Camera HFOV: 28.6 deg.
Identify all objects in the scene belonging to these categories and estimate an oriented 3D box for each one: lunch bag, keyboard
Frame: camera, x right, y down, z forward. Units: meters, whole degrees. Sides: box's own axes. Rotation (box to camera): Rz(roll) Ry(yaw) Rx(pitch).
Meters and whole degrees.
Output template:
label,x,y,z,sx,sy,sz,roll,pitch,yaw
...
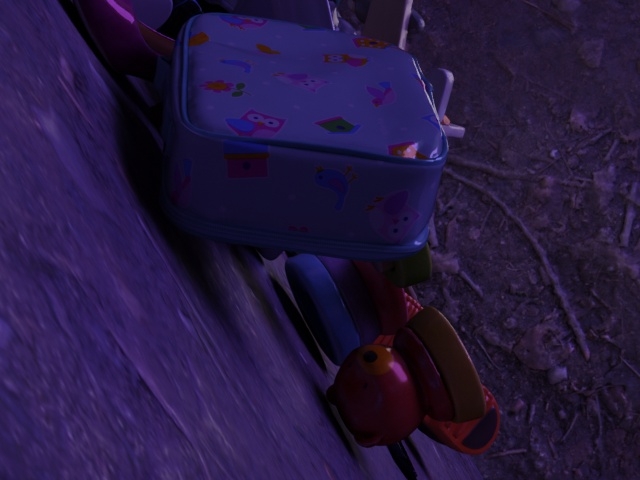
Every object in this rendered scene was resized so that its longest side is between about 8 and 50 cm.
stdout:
label,x,y,z,sx,sy,sz,roll,pitch,yaw
lunch bag,-0.025,-0.090,1.009,0.279,0.224,0.108,-99,-164,-62
keyboard,0.082,0.207,1.582,0.192,0.038,0.100,62,4,39

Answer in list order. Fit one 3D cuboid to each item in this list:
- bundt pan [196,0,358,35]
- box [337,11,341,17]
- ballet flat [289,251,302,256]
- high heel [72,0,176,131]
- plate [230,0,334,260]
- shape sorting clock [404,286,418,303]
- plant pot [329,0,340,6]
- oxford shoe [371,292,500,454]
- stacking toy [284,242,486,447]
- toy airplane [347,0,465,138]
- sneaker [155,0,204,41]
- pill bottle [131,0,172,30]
label,x,y,z,sx,sy,sz,roll,pitch,yaw
bundt pan,-0.059,-0.275,1.763,0.331,0.124,0.331,37,-14,11
box,-0.138,-0.421,2.014,0.322,0.232,0.058,60,15,5
ballet flat,0.000,0.000,1.757,0.086,0.086,0.248,61,3,10
high heel,-0.129,-0.178,1.115,0.244,0.117,0.082,57,5,-43
plate,-0.051,-0.147,1.285,0.277,0.045,0.278,137,-55,-61
shape sorting clock,0.071,0.068,1.861,0.206,0.040,0.206,38,-33,31
plant pot,-0.021,-0.449,1.816,0.293,0.196,0.293,22,-15,6
oxford shoe,0.105,0.178,1.793,0.133,0.130,0.363,4,-41,54
stacking toy,0.020,0.045,1.268,0.309,0.130,0.279,45,-22,60
toy airplane,0.067,-0.235,2.152,0.384,0.386,0.272,61,16,3
sneaker,-0.177,-0.240,1.402,0.087,0.083,0.221,49,-5,13
pill bottle,-0.196,-0.263,1.191,0.137,0.078,0.078,62,4,24
